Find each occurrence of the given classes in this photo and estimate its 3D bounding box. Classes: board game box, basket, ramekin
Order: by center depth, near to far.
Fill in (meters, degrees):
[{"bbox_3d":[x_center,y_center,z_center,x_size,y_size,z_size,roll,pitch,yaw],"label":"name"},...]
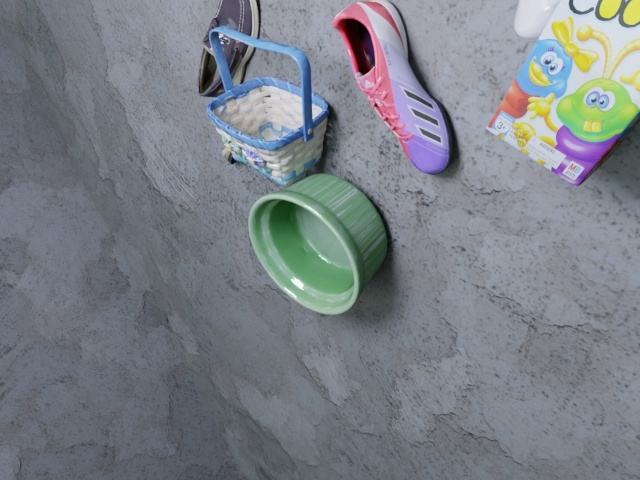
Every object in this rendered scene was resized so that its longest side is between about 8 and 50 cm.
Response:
[{"bbox_3d":[0.349,-0.226,0.566,0.142,0.144,0.275,41,139,21],"label":"board game box"},{"bbox_3d":[-0.107,-0.273,0.985,0.255,0.201,0.288,31,143,32],"label":"basket"},{"bbox_3d":[0.000,0.000,1.065,0.304,0.148,0.303,27,138,28],"label":"ramekin"}]

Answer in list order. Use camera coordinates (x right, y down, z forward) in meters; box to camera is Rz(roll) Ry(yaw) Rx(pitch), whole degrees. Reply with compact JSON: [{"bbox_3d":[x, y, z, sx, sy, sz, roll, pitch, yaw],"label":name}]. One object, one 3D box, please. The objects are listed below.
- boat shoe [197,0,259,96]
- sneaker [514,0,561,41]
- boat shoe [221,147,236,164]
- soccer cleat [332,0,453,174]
[{"bbox_3d":[-0.218,-0.438,1.088,0.102,0.092,0.285,49,141,13],"label":"boat shoe"},{"bbox_3d":[0.265,-0.364,0.578,0.090,0.116,0.232,-118,29,-54],"label":"sneaker"},{"bbox_3d":[-0.207,-0.239,1.242,0.049,0.056,0.152,59,152,-7],"label":"boat shoe"},{"bbox_3d":[0.121,-0.249,0.821,0.109,0.116,0.318,-16,101,51],"label":"soccer cleat"}]
